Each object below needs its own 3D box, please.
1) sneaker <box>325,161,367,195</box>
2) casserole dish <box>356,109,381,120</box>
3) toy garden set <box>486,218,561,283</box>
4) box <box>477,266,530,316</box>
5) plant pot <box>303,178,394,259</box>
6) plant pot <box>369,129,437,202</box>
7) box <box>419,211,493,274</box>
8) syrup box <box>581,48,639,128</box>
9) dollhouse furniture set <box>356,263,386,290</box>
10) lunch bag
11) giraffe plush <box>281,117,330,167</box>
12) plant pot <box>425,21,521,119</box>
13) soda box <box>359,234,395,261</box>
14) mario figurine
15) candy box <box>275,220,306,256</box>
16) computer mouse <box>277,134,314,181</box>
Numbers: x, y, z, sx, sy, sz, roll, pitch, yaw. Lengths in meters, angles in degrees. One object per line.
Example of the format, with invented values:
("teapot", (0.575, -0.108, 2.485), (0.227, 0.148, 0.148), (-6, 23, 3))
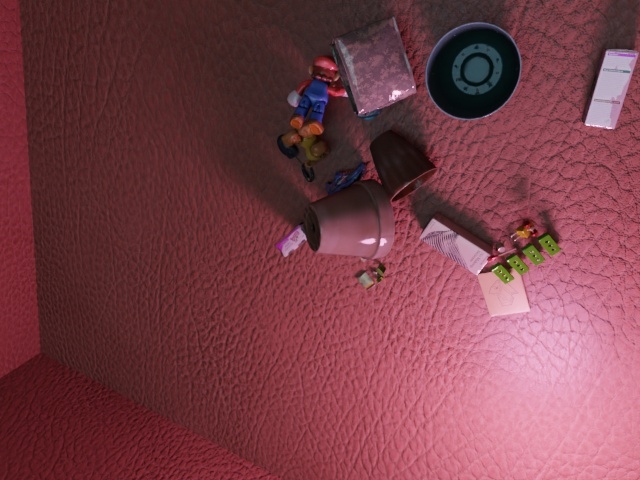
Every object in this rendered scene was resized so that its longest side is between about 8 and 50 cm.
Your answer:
("sneaker", (0.101, -0.260, 1.987), (0.221, 0.083, 0.087), (-36, 86, 26))
("casserole dish", (0.173, -0.565, 1.856), (0.114, 0.037, 0.189), (-4, 110, 24))
("toy garden set", (0.752, 0.036, 1.807), (0.244, 0.049, 0.203), (-38, 121, 24))
("box", (0.750, 0.210, 1.940), (0.164, 0.021, 0.201), (-14, 105, 27))
("plant pot", (0.093, -0.065, 1.871), (0.280, 0.323, 0.324), (-11, 113, -21))
("plant pot", (0.296, -0.302, 1.832), (0.215, 0.215, 0.231), (-40, 78, 30))
("box", (0.544, 0.010, 1.901), (0.275, 0.094, 0.113), (33, 118, 8))
("syrup box", (0.935, -0.493, 1.535), (0.096, 0.093, 0.237), (14, 115, 17))
("dollhouse furniture set", (0.227, 0.169, 2.118), (0.076, 0.058, 0.151), (48, 120, -1))
("lunch bag", (0.193, -0.618, 1.713), (0.235, 0.169, 0.287), (-21, 102, 0))
("giraffe plush", (-0.043, -0.397, 1.936), (0.181, 0.210, 0.171), (-33, 102, 5))
("plant pot", (0.517, -0.570, 1.596), (0.292, 0.235, 0.293), (8, 113, 19))
("soda box", (0.237, 0.014, 2.049), (0.058, 0.061, 0.181), (47, 120, 0))
("mario figurine", (0.002, -0.559, 1.828), (0.198, 0.321, 0.170), (28, 166, -27))
("candy box", (-0.078, -0.036, 2.061), (0.159, 0.233, 0.071), (-39, 93, 30))
("computer mouse", (-0.109, -0.353, 2.056), (0.071, 0.041, 0.242), (-36, 95, 29))
